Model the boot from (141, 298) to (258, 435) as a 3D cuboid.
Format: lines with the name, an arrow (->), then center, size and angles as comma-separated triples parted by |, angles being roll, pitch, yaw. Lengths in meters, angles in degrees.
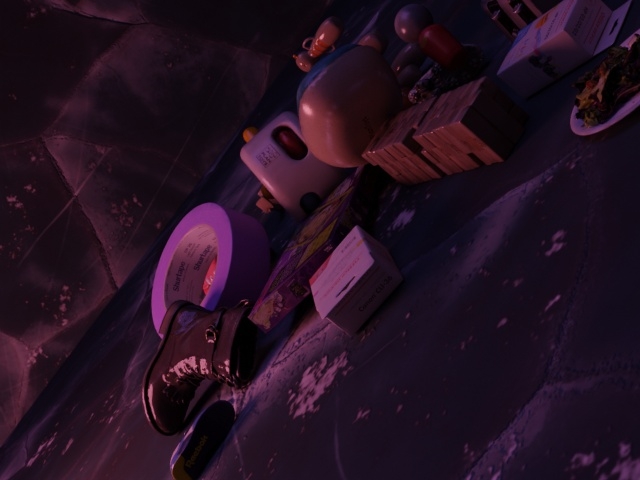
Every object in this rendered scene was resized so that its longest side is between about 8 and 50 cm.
boot -> -0.198, 0.218, 1.900 | 0.229, 0.091, 0.263 | 7, 87, 51

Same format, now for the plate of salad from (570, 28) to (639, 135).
plate of salad -> 0.367, -0.209, 1.346 | 0.200, 0.048, 0.200 | -47, 15, 17

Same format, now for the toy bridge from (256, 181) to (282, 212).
toy bridge -> -0.108, -0.094, 2.494 | 0.026, 0.063, 0.188 | -47, 13, 15

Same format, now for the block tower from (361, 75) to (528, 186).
block tower -> 0.184, -0.157, 1.697 | 0.091, 0.097, 0.335 | -55, 16, -16

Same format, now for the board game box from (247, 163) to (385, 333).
board game box -> 0.000, 0.000, 1.895 | 0.208, 0.056, 0.347 | -39, 12, 27

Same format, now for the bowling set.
bowling set -> 0.095, -0.293, 2.161 | 0.154, 0.287, 0.200 | -48, 46, 37

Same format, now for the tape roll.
tape roll -> -0.209, 0.072, 2.119 | 0.275, 0.090, 0.275 | -31, 49, 44

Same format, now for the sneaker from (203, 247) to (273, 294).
sneaker -> -0.187, 0.060, 2.326 | 0.136, 0.116, 0.314 | -69, 14, -9

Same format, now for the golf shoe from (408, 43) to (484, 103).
golf shoe -> 0.227, -0.303, 1.988 | 0.176, 0.069, 0.086 | -35, 15, 44

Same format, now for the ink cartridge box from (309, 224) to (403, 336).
ink cartridge box -> 0.050, 0.061, 1.608 | 0.115, 0.067, 0.198 | -49, 13, 8

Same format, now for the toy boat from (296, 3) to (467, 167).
toy boat -> 0.090, -0.268, 1.897 | 0.318, 0.148, 0.267 | -39, -28, -10

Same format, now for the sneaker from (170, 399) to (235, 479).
sneaker -> -0.189, 0.309, 1.754 | 0.144, 0.053, 0.059 | -53, 12, -14

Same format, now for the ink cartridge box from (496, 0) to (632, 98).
ink cartridge box -> 0.342, -0.286, 1.586 | 0.181, 0.061, 0.104 | -31, 25, 53

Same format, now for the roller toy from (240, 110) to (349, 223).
roller toy -> -0.054, -0.134, 2.123 | 0.146, 0.209, 0.191 | -41, 17, -1

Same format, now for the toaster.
toaster -> 0.356, -0.399, 1.734 | 0.186, 0.110, 0.168 | -52, 15, -6
